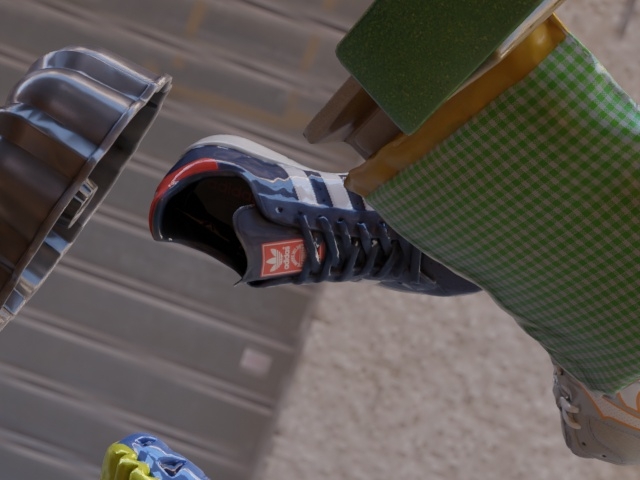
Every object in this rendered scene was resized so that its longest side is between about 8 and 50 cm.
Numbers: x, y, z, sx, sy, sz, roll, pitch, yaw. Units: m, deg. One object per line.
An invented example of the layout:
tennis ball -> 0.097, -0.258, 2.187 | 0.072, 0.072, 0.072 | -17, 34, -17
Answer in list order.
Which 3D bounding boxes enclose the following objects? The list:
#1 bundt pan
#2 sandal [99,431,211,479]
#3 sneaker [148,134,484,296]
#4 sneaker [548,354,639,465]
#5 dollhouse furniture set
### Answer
bundt pan -> -0.295, -0.067, 1.838 | 0.124, 0.331, 0.331 | 34, -2, -2
sandal -> -0.056, 0.268, 1.410 | 0.138, 0.126, 0.317 | -24, 57, -39
sneaker -> 0.000, 0.000, 1.668 | 0.350, 0.131, 0.148 | 11, 27, 20
sneaker -> 0.163, 0.075, 1.017 | 0.262, 0.121, 0.099 | 33, 36, -30
dollhouse furniture set -> 0.093, -0.016, 0.711 | 0.197, 0.151, 0.301 | 45, -35, 0
